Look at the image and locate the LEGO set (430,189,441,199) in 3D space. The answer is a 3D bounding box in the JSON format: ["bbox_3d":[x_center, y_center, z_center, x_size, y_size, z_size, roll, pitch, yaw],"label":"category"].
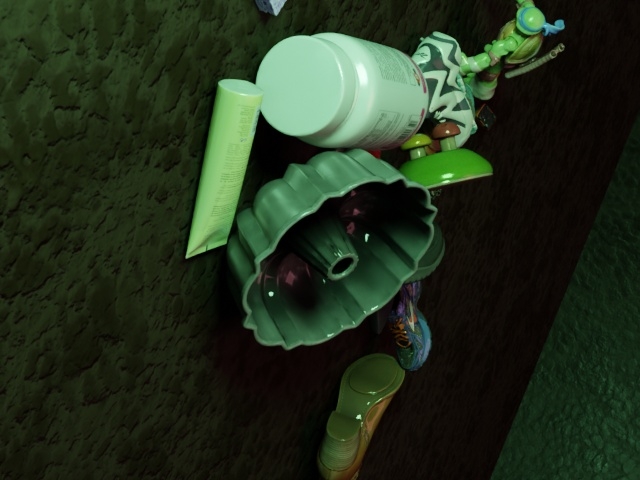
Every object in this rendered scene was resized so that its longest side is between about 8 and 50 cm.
[{"bbox_3d":[0.230,-0.108,2.266,0.054,0.023,0.083,-63,167,-13],"label":"LEGO set"}]

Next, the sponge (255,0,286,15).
[{"bbox_3d":[-0.033,-0.412,1.487,0.210,0.031,0.117,-59,153,-24],"label":"sponge"}]

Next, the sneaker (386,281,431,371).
[{"bbox_3d":[0.152,0.148,2.186,0.087,0.083,0.221,-14,93,-44],"label":"sneaker"}]

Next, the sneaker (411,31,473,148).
[{"bbox_3d":[0.186,-0.233,1.984,0.153,0.094,0.235,-39,142,-27],"label":"sneaker"}]

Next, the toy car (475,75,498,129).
[{"bbox_3d":[0.350,-0.297,2.349,0.060,0.040,0.122,18,94,-44],"label":"toy car"}]

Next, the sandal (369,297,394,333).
[{"bbox_3d":[0.093,0.052,2.069,0.097,0.054,0.255,-49,138,-53],"label":"sandal"}]

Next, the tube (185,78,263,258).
[{"bbox_3d":[-0.131,-0.092,1.492,0.070,0.062,0.240,5,115,-20],"label":"tube"}]

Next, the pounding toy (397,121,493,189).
[{"bbox_3d":[0.170,-0.137,1.929,0.183,0.236,0.110,-11,88,-68],"label":"pounding toy"}]

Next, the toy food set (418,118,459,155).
[{"bbox_3d":[0.218,-0.229,2.140,0.192,0.038,0.132,44,61,-51],"label":"toy food set"}]

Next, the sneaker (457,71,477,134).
[{"bbox_3d":[0.253,-0.276,2.105,0.166,0.065,0.076,65,30,-45],"label":"sneaker"}]

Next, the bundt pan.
[{"bbox_3d":[0.000,0.000,1.631,0.330,0.124,0.331,-26,144,-20],"label":"bundt pan"}]

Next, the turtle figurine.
[{"bbox_3d":[0.312,-0.398,2.131,0.266,0.274,0.198,96,-3,-72],"label":"turtle figurine"}]

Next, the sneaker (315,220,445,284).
[{"bbox_3d":[0.099,0.002,1.883,0.340,0.125,0.140,-19,125,-45],"label":"sneaker"}]

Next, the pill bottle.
[{"bbox_3d":[0.034,-0.211,1.613,0.283,0.160,0.160,-5,112,-64],"label":"pill bottle"}]

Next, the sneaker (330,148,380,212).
[{"bbox_3d":[0.082,-0.124,1.796,0.221,0.128,0.087,-57,172,-16],"label":"sneaker"}]

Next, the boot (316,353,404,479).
[{"bbox_3d":[0.073,0.372,2.184,0.283,0.109,0.220,-60,163,-48],"label":"boot"}]
